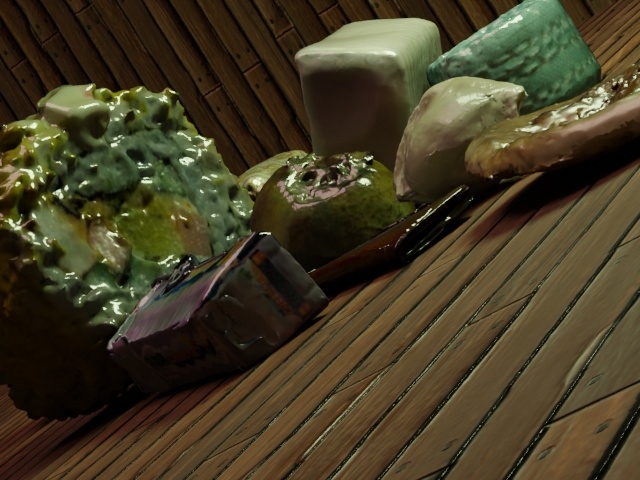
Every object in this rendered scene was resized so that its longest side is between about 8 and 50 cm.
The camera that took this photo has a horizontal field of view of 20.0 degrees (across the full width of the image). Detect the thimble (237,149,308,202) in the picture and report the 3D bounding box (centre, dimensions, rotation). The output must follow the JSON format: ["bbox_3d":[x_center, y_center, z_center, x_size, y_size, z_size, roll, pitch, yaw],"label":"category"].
[{"bbox_3d":[-0.071,-0.029,2.566,0.143,0.137,0.190,-39,-17,-48],"label":"thimble"}]

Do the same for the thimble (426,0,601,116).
[{"bbox_3d":[0.240,-0.206,2.285,0.198,0.143,0.235,-31,4,34],"label":"thimble"}]

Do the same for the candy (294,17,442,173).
[{"bbox_3d":[0.075,-0.172,2.356,0.145,0.208,0.359,-7,10,13],"label":"candy"}]

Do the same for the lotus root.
[{"bbox_3d":[0.009,-0.057,2.109,0.183,0.078,0.203,-23,29,-21],"label":"lotus root"}]

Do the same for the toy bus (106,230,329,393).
[{"bbox_3d":[-0.117,0.083,1.868,0.138,0.112,0.317,-46,9,-25],"label":"toy bus"}]

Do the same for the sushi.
[{"bbox_3d":[-0.272,0.005,2.151,0.240,0.351,0.396,-29,4,40],"label":"sushi"}]

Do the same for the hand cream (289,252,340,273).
[{"bbox_3d":[0.000,0.000,2.204,0.111,0.070,0.312,-23,6,33],"label":"hand cream"}]

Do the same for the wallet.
[{"bbox_3d":[0.059,0.008,1.887,0.137,0.031,0.255,-35,5,-32],"label":"wallet"}]

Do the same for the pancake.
[{"bbox_3d":[0.284,-0.133,1.649,0.356,0.065,0.356,-29,6,4],"label":"pancake"}]

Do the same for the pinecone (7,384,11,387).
[{"bbox_3d":[-0.350,0.118,2.510,0.221,0.221,0.221,-32,4,3],"label":"pinecone"}]

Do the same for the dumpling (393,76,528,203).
[{"bbox_3d":[0.150,-0.109,1.920,0.199,0.118,0.136,-14,58,39],"label":"dumpling"}]
